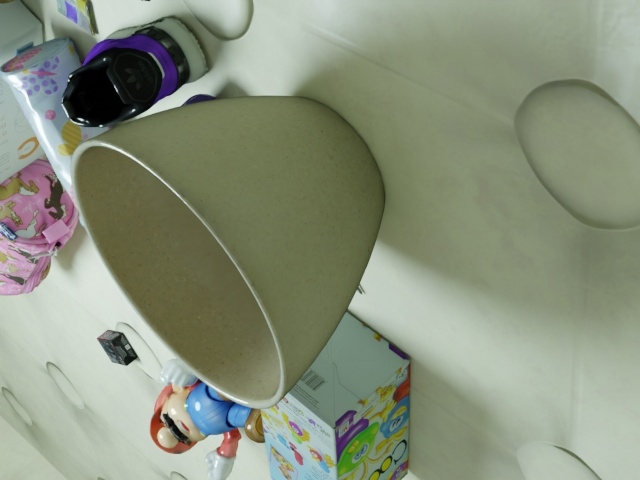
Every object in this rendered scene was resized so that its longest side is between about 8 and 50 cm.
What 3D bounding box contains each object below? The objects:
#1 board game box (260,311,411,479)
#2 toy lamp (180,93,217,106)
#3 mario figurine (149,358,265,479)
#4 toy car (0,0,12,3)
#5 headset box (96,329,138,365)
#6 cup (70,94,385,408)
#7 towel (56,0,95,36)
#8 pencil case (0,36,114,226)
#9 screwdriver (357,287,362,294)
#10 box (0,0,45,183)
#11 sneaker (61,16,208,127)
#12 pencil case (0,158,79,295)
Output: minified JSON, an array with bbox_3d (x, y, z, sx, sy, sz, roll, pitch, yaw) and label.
[{"bbox_3d":[0.021,0.239,1.504,0.144,0.142,0.275,35,149,29],"label":"board game box"},{"bbox_3d":[-0.169,-0.102,1.459,0.080,0.080,0.275,49,155,6],"label":"toy lamp"},{"bbox_3d":[-0.197,0.299,1.882,0.320,0.170,0.198,-26,67,55],"label":"mario figurine"},{"bbox_3d":[-0.351,-0.319,1.318,0.148,0.188,0.155,20,148,17],"label":"toy car"},{"bbox_3d":[-0.404,0.212,2.262,0.083,0.032,0.062,1,125,55],"label":"headset box"},{"bbox_3d":[-0.070,-0.024,1.217,0.331,0.237,0.331,38,151,26],"label":"cup"},{"bbox_3d":[-0.329,-0.311,1.523,0.083,0.009,0.060,38,151,25],"label":"towel"},{"bbox_3d":[-0.349,-0.154,1.636,0.273,0.113,0.124,66,174,-27],"label":"pencil case"},{"bbox_3d":[0.000,0.000,1.378,0.025,0.024,0.170,-21,110,32],"label":"screwdriver"},{"bbox_3d":[-0.556,-0.229,1.756,0.168,0.215,0.345,45,152,14],"label":"box"},{"bbox_3d":[-0.267,-0.193,1.418,0.102,0.146,0.293,58,152,-13],"label":"sneaker"},{"bbox_3d":[-0.541,-0.015,2.066,0.160,0.167,0.386,17,159,-17],"label":"pencil case"}]
